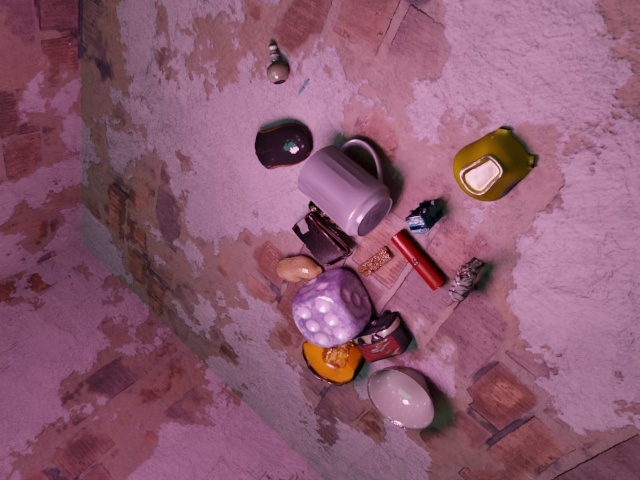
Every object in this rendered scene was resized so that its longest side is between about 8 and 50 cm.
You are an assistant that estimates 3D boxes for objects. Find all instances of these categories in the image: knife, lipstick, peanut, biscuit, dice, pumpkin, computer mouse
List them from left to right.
[{"bbox_3d":[-0.180,-0.412,2.068,0.324,0.116,0.182,-4,106,41],"label":"computer mouse"},{"bbox_3d":[-0.107,0.141,2.319,0.253,0.122,0.137,-8,120,37],"label":"peanut"},{"bbox_3d":[-0.070,-0.628,1.930,0.014,0.005,0.091,54,135,3],"label":"knife"},{"bbox_3d":[0.052,0.304,2.140,0.270,0.271,0.270,-25,103,30],"label":"dice"},{"bbox_3d":[0.071,0.562,2.337,0.303,0.225,0.256,49,131,7],"label":"pumpkin"},{"bbox_3d":[0.240,0.096,2.071,0.064,0.034,0.199,50,135,3],"label":"biscuit"},{"bbox_3d":[0.397,0.080,1.913,0.279,0.073,0.073,50,134,4],"label":"lipstick"}]

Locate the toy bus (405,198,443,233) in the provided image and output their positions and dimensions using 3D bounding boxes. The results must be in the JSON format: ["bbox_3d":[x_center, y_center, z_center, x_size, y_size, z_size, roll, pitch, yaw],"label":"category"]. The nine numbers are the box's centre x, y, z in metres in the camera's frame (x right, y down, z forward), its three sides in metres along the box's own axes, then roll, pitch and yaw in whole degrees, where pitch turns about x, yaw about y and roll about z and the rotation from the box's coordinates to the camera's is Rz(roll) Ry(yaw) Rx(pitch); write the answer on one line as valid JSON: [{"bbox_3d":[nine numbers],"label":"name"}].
[{"bbox_3d":[0.391,-0.087,1.760,0.079,0.160,0.091,-9,110,41],"label":"toy bus"}]

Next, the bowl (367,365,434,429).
[{"bbox_3d":[0.401,0.699,2.198,0.338,0.158,0.336,18,124,29],"label":"bowl"}]

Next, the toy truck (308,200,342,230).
[{"bbox_3d":[0.078,-0.113,2.029,0.257,0.127,0.127,23,141,26],"label":"toy truck"}]

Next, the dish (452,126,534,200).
[{"bbox_3d":[0.560,-0.236,1.578,0.221,0.108,0.262,51,135,2],"label":"dish"}]

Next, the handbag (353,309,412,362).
[{"bbox_3d":[0.268,0.440,2.145,0.255,0.181,0.181,-28,97,41],"label":"handbag"}]

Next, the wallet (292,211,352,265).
[{"bbox_3d":[0.000,0.000,2.116,0.262,0.071,0.221,46,155,-6],"label":"wallet"}]

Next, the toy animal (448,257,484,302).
[{"bbox_3d":[0.550,0.127,1.754,0.090,0.170,0.255,32,148,29],"label":"toy animal"}]

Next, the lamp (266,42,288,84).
[{"bbox_3d":[-0.183,-0.726,1.920,0.091,0.091,0.163,-8,94,41],"label":"lamp"}]

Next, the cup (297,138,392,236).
[{"bbox_3d":[0.126,-0.220,1.847,0.327,0.237,0.322,43,99,24],"label":"cup"}]
